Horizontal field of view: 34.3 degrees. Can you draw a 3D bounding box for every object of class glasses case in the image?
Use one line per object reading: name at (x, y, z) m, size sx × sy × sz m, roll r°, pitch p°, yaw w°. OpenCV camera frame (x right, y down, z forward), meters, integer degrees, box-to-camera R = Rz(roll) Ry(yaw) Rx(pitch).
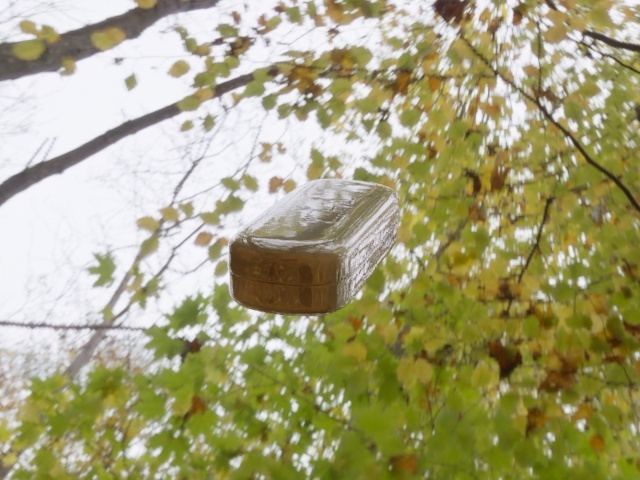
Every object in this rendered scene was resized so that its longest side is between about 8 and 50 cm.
glasses case at (0.000, 0.000, 0.711) m, size 0.083 × 0.196 × 0.050 m, roll 8°, pitch -73°, yaw 13°
